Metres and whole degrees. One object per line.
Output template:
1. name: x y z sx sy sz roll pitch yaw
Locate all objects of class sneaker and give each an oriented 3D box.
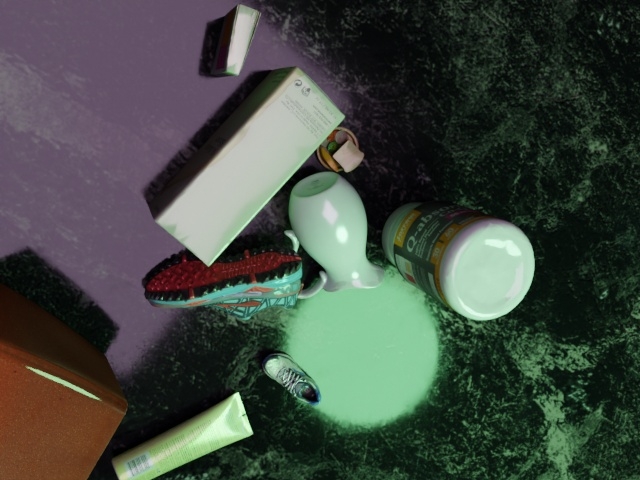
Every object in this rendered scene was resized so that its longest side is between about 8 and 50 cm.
1. sneaker: -0.157 0.093 1.127 0.262 0.104 0.125 -6 130 -2
2. sneaker: -0.046 0.252 1.226 0.135 0.058 0.052 39 88 -21

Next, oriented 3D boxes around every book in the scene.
1. book: -0.135 -0.298 1.027 0.035 0.144 0.096 14 98 -21

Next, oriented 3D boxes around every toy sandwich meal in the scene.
1. toy sandwich meal: 0.035 -0.156 1.177 0.086 0.029 0.085 -4 103 -18

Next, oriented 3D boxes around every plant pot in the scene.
1. plant pot: -0.445 0.244 0.996 0.236 0.267 0.267 29 92 -33

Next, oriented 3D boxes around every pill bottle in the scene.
1. pill bottle: 0.216 0.020 1.143 0.162 0.278 0.162 -4 103 -18

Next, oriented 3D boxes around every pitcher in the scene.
1. pitcher: 0.000 0.000 1.162 0.178 0.125 0.207 -20 119 2

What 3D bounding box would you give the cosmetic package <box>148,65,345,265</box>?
1. cosmetic package: -0.122 -0.122 1.065 0.309 0.160 0.113 -48 111 -5

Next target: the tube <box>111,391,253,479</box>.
1. tube: -0.239 0.356 1.190 0.240 0.062 0.070 -23 152 -18
